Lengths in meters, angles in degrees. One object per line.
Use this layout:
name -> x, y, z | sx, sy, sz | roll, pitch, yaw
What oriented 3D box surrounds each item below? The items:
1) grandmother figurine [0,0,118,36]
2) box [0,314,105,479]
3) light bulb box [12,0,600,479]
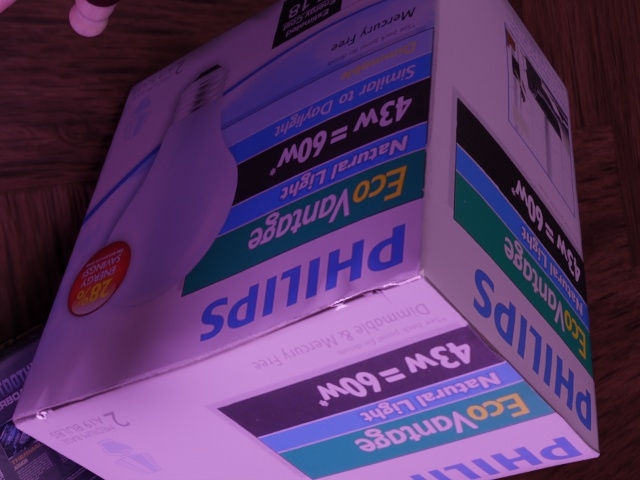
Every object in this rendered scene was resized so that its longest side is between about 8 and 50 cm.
grandmother figurine -> -0.208, -0.215, 0.616 | 0.207, 0.342, 0.104 | 24, 69, -44
box -> -0.226, 0.174, 0.756 | 0.232, 0.059, 0.183 | -36, 109, -43
light bulb box -> 0.000, 0.000, 0.745 | 0.225, 0.357, 0.361 | 43, 39, -34
